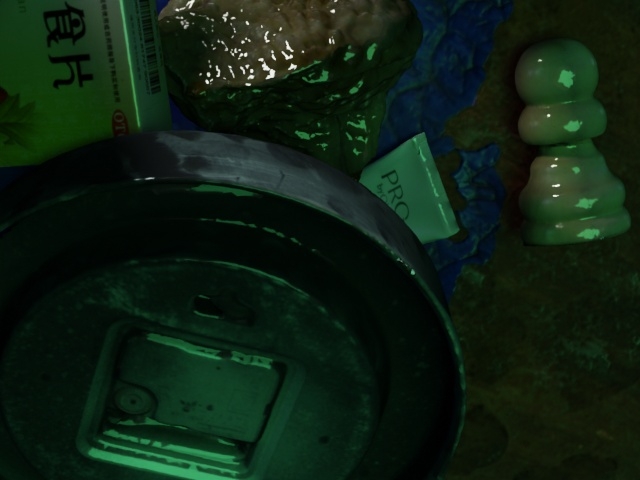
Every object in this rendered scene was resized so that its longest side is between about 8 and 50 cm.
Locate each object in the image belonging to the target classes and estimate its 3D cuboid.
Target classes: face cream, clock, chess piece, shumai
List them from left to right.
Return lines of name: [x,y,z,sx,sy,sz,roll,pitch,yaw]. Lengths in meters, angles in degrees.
clock: [-0.090,0.095,0.896,0.386,0.076,0.386,0,127,-1]
shumai: [-0.025,-0.107,0.949,0.206,0.166,0.176,-12,129,-15]
face cream: [0.000,0.000,1.022,0.243,0.058,0.092,-26,105,-21]
chess piece: [0.205,-0.085,1.065,0.094,0.094,0.170,-14,103,-18]

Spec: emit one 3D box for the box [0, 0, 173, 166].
box: [-0.205,-0.179,0.847,0.175,0.062,0.261,-2,104,16]
